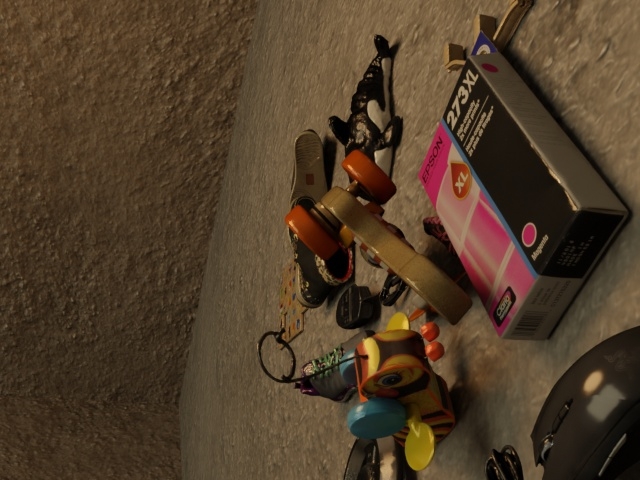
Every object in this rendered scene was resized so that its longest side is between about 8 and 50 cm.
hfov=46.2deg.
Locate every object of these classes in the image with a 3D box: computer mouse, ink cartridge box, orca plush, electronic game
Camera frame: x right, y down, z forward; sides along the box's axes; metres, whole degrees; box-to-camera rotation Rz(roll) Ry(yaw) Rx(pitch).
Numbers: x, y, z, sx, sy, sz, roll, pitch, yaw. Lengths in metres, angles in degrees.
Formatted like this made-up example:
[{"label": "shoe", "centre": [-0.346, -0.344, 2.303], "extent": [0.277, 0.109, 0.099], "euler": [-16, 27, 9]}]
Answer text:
[{"label": "computer mouse", "centre": [0.214, 0.187, 0.606], "extent": [0.262, 0.060, 0.184], "euler": [-55, 24, 35]}, {"label": "computer mouse", "centre": [0.091, 0.094, 1.231], "extent": [0.242, 0.041, 0.071], "euler": [141, 135, -58]}, {"label": "ink cartridge box", "centre": [0.195, -0.081, 0.851], "extent": [0.370, 0.069, 0.175], "euler": [-105, 26, -48]}, {"label": "orca plush", "centre": [0.069, -0.212, 1.294], "extent": [0.151, 0.102, 0.287], "euler": [-159, 76, -73]}, {"label": "electronic game", "centre": [0.077, 0.381, 1.123], "extent": [0.229, 0.048, 0.229], "euler": [-167, 90, -79]}]

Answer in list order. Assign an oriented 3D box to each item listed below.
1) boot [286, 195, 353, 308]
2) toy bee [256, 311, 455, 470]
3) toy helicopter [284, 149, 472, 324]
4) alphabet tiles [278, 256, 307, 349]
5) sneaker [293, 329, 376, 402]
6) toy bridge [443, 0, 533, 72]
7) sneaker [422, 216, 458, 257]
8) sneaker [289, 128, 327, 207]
[{"label": "boot", "centre": [0.002, 0.001, 1.476], "extent": [0.178, 0.085, 0.236], "euler": [137, 130, -63]}, {"label": "toy bee", "centre": [0.093, 0.169, 0.879], "extent": [0.162, 0.298, 0.195], "euler": [-29, 67, 25]}, {"label": "toy helicopter", "centre": [0.102, 0.032, 0.928], "extent": [0.140, 0.235, 0.355], "euler": [-44, 19, 1]}, {"label": "alphabet tiles", "centre": [-0.065, 0.137, 1.779], "extent": [0.237, 0.009, 0.198], "euler": [131, 143, -62]}, {"label": "sneaker", "centre": [0.024, 0.220, 1.279], "extent": [0.223, 0.098, 0.083], "euler": [117, 154, -51]}, {"label": "toy bridge", "centre": [0.211, -0.259, 0.966], "extent": [0.188, 0.026, 0.063], "euler": [144, 130, -67]}, {"label": "sneaker", "centre": [0.169, -0.006, 0.986], "extent": [0.119, 0.047, 0.057], "euler": [177, 88, -75]}, {"label": "sneaker", "centre": [-0.019, -0.133, 1.645], "extent": [0.118, 0.083, 0.221], "euler": [-72, -14, -75]}]
